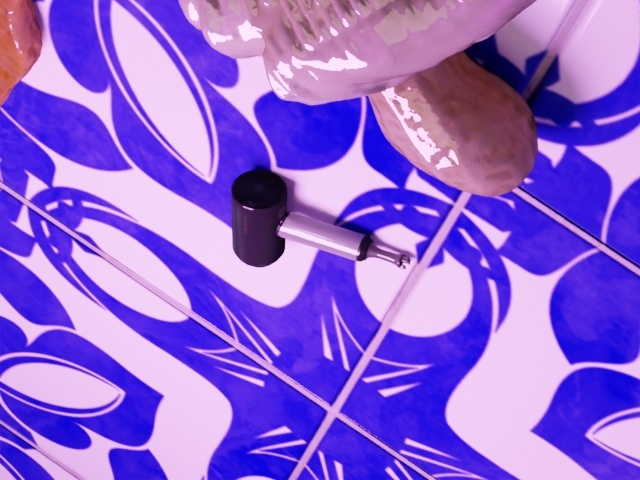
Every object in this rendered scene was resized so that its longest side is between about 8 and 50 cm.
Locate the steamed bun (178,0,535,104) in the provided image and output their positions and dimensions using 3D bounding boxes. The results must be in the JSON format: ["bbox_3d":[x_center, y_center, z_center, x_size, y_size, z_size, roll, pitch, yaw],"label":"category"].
[{"bbox_3d":[0.033,-0.297,1.485,0.352,0.247,0.339,-24,96,43],"label":"steamed bun"}]

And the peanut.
[{"bbox_3d":[0.081,-0.150,1.714,0.274,0.111,0.125,49,158,-10],"label":"peanut"}]

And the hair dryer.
[{"bbox_3d":[0.000,0.000,1.992,0.198,0.057,0.100,18,142,16],"label":"hair dryer"}]

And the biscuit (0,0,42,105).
[{"bbox_3d":[-0.454,-0.285,2.044,0.365,0.062,0.385,40,144,-7],"label":"biscuit"}]
